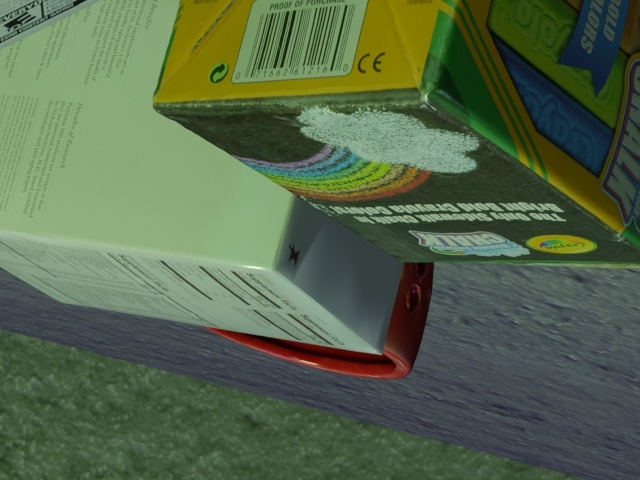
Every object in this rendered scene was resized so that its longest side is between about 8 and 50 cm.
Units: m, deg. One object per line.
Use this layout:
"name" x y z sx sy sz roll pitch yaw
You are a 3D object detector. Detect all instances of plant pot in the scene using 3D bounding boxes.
"plant pot" 0.000 0.000 1.352 0.191 0.174 0.191 13 166 3

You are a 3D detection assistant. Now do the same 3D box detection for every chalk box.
"chalk box" 0.086 -0.095 0.916 0.180 0.179 0.289 2 161 39

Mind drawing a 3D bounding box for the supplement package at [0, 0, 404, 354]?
"supplement package" -0.086 -0.057 1.172 0.262 0.199 0.198 8 164 25

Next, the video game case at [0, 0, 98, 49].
"video game case" -0.033 -0.181 0.617 0.269 0.061 0.244 -29 173 -12
